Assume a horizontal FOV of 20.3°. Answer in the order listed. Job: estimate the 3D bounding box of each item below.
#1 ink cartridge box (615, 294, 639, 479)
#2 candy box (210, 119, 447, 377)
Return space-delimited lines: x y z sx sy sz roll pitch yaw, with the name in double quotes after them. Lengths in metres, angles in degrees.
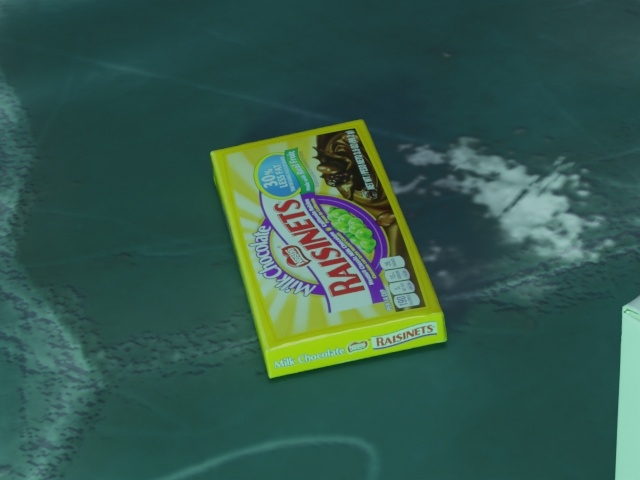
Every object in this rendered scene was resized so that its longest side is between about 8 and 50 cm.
0.245 0.059 0.865 0.212 0.154 0.093 -32 45 -29 "ink cartridge box"
0.000 0.000 1.079 0.105 0.027 0.206 -14 38 -4 "candy box"
